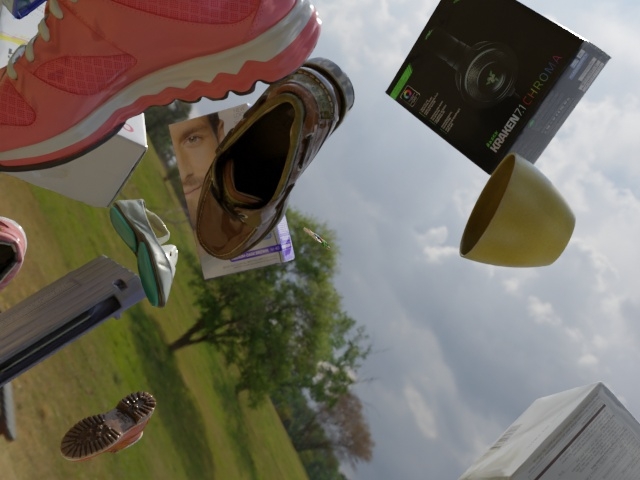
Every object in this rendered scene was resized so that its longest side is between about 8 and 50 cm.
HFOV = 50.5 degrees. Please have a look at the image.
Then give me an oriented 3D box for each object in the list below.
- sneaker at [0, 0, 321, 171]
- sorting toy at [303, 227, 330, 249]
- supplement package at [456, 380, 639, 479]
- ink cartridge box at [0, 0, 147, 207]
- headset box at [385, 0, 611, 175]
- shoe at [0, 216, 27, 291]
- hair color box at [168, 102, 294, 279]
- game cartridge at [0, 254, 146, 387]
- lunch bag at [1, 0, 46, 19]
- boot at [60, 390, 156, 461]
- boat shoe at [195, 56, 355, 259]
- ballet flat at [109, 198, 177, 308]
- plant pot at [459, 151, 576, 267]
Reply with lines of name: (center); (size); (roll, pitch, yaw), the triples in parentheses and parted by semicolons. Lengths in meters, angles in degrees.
sneaker: (-0.164, -0.161, 0.514); (0.116, 0.313, 0.136); (-106, 175, -50)
sorting toy: (0.000, 0.000, 1.587); (0.083, 0.012, 0.062); (40, 1, 44)
supplement package: (0.274, 0.278, 0.636); (0.244, 0.139, 0.134); (50, -20, 10)
ink cartridge box: (-0.388, -0.218, 1.000); (0.226, 0.131, 0.306); (22, 31, -35)
headset box: (0.283, -0.282, 1.147); (0.283, 0.131, 0.246); (47, -63, 31)
shoe: (-0.317, 0.035, 0.527); (0.081, 0.178, 0.064); (21, -45, 64)
hair color box: (-0.187, -0.102, 1.451); (0.110, 0.185, 0.339); (-12, 88, -78)
game cartridge: (-0.489, 0.152, 1.168); (0.230, 0.355, 0.068); (9, -51, 60)
lunch bag: (-0.350, -0.357, 0.791); (0.129, 0.151, 0.096); (53, 24, 0)
boot: (-0.317, 0.295, 1.007); (0.059, 0.158, 0.085); (38, -57, 22)
boat shoe: (-0.083, -0.074, 0.764); (0.110, 0.104, 0.307); (38, -50, 4)
ballet flat: (-0.247, 0.010, 0.999); (0.213, 0.068, 0.072); (53, -39, 35)
plant pot: (0.234, -0.022, 0.783); (0.095, 0.134, 0.134); (25, -16, 0)
